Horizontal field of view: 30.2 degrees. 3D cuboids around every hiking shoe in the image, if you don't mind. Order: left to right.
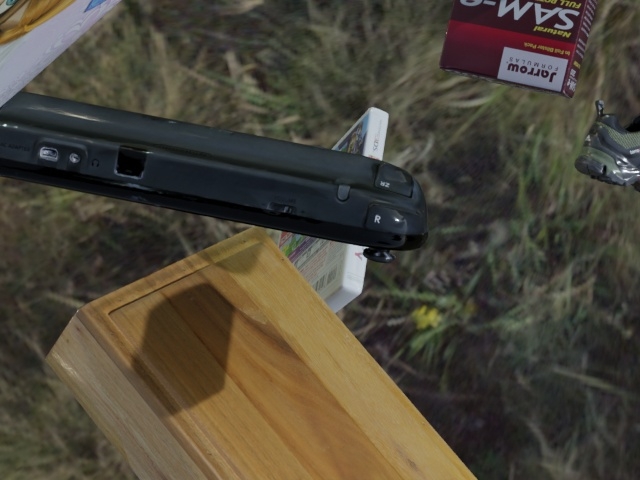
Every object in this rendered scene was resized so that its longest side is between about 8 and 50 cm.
[{"bbox_3d":[0.458,-0.117,1.603,0.226,0.086,0.114,14,95,-23],"label":"hiking shoe"}]

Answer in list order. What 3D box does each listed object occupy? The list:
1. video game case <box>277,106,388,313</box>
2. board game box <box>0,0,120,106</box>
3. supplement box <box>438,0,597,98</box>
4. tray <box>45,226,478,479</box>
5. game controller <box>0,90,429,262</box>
[{"bbox_3d":[0.000,0.000,1.093,0.023,0.183,0.201,19,150,-17],"label":"video game case"},{"bbox_3d":[-0.137,-0.096,0.378,0.318,0.318,0.066,-42,93,0],"label":"board game box"},{"bbox_3d":[0.207,-0.269,1.148,0.130,0.073,0.239,14,97,17],"label":"supplement box"},{"bbox_3d":[0.009,0.185,0.865,0.411,0.203,0.076,48,128,12],"label":"tray"},{"bbox_3d":[-0.084,-0.043,0.790,0.319,0.166,0.067,11,91,3],"label":"game controller"}]
